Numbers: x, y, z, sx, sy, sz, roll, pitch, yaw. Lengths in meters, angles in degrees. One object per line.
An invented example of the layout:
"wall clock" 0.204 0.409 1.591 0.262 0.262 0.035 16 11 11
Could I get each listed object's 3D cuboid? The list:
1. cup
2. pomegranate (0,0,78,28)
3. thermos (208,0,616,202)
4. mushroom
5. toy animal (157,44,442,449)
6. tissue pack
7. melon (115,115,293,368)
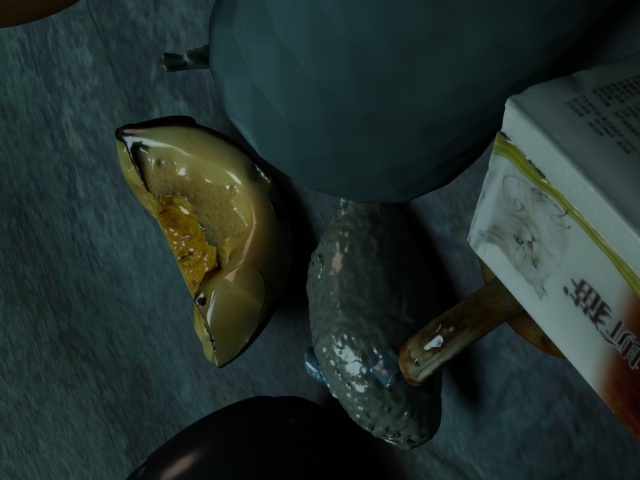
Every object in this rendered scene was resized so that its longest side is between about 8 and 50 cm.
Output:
"cup" -0.022 0.203 1.165 0.176 0.169 0.223 51 -177 21
"pomegranate" -0.162 -0.294 0.751 0.411 0.411 0.411 42 142 44
"thermos" 0.060 -0.147 0.775 0.286 0.145 0.182 130 144 -58
"mushroom" 0.090 0.023 0.883 0.129 0.073 0.088 -35 90 29
"toy animal" 0.007 -0.007 1.025 0.070 0.079 0.253 -32 80 41
"tissue pack" 0.146 0.008 0.739 0.149 0.106 0.099 52 148 34
"melon" -0.062 -0.002 1.176 0.160 0.079 0.128 64 171 11
